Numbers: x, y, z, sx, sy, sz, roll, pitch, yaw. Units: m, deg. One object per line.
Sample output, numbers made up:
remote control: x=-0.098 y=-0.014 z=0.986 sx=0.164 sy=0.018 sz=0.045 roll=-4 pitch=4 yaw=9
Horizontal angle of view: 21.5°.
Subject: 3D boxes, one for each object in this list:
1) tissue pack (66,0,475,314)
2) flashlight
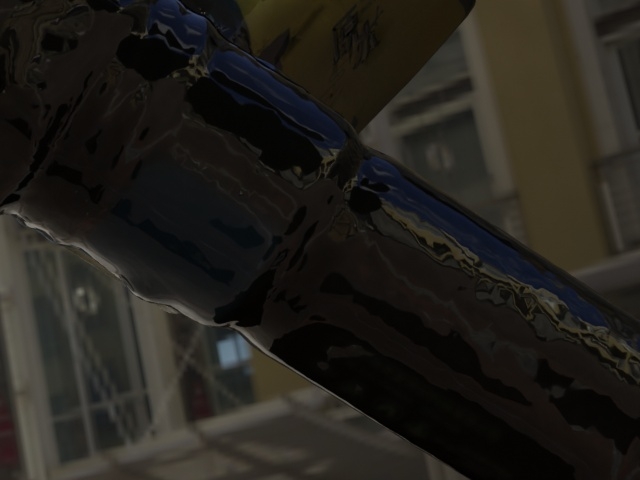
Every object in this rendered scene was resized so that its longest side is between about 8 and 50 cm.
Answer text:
tissue pack: x=-0.073 y=-0.186 z=1.291 sx=0.416 sy=0.253 sz=0.264 roll=-47 pitch=-23 yaw=-25
flashlight: x=0.000 y=0.000 z=0.536 sx=0.424 sy=0.103 sz=0.103 roll=32 pitch=-28 yaw=-14
